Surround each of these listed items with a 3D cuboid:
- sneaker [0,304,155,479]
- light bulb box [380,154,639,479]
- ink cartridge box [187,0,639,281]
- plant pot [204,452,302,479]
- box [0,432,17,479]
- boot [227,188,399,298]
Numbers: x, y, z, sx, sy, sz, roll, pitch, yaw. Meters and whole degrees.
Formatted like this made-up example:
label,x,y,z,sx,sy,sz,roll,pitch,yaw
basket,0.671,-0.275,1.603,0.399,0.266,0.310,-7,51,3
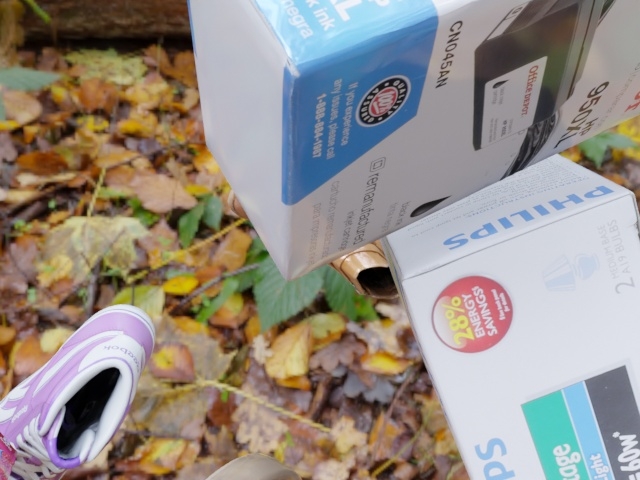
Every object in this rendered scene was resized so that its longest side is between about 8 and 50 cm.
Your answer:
label,x,y,z,sx,sy,sz,roll,pitch,yaw
sneaker,-0.275,0.197,0.782,0.102,0.282,0.161,34,13,-17
light bulb box,0.222,0.099,0.900,0.225,0.357,0.361,-21,17,3
ink cartridge box,0.113,-0.167,0.607,0.395,0.285,0.166,-25,67,-15
plant pot,-0.055,0.286,0.570,0.110,0.237,0.237,24,30,25
box,-0.397,0.224,0.640,0.257,0.128,0.123,-36,12,-7
boot,0.000,0.000,1.280,0.284,0.109,0.220,23,22,-41
